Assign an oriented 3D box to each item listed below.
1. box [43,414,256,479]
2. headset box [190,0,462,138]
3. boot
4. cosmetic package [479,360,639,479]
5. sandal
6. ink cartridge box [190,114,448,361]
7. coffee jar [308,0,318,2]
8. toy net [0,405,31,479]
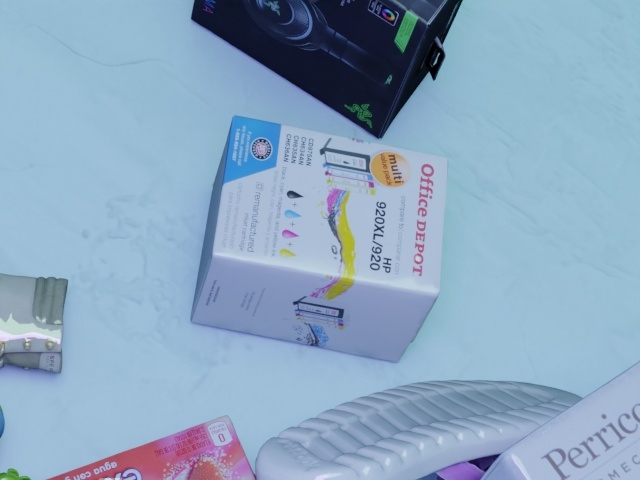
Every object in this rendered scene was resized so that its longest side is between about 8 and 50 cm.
[{"bbox_3d":[-0.204,0.296,1.597,0.300,0.154,0.142,-18,69,-21],"label":"box"},{"bbox_3d":[0.021,-0.274,1.878,0.283,0.246,0.131,33,62,5],"label":"headset box"},{"bbox_3d":[-0.340,0.118,1.702,0.165,0.077,0.213,12,62,-9],"label":"boot"},{"bbox_3d":[0.361,0.328,1.599,0.329,0.327,0.393,-30,72,-23],"label":"cosmetic package"},{"bbox_3d":[0.098,0.214,1.687,0.416,0.169,0.102,-7,108,-40],"label":"sandal"},{"bbox_3d":[0.000,0.000,1.777,0.233,0.168,0.171,11,61,-7],"label":"ink cartridge box"},{"bbox_3d":[0.031,-0.320,1.717,0.184,0.079,0.096,-39,85,-25],"label":"coffee jar"},{"bbox_3d":[-0.402,0.234,1.634,0.232,0.122,0.045,-22,34,-6],"label":"toy net"}]
